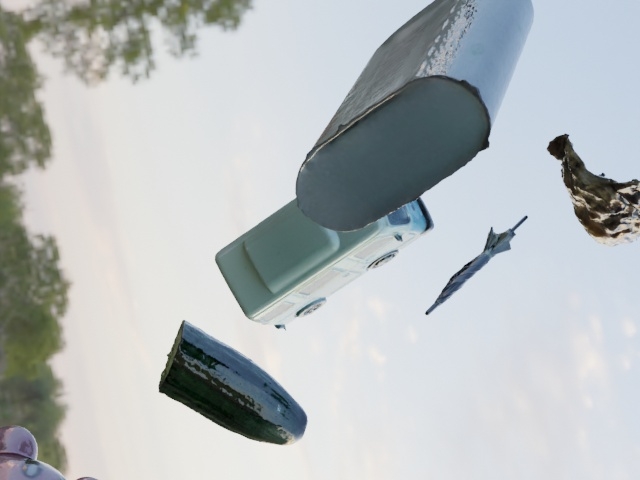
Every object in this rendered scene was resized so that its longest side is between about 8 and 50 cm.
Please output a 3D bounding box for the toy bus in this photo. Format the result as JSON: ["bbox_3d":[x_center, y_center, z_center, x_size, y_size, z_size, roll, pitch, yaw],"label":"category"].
[{"bbox_3d":[0.000,0.000,1.632,0.133,0.271,0.165,60,16,13],"label":"toy bus"}]

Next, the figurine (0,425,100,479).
[{"bbox_3d":[-0.421,0.404,1.583,0.270,0.261,0.211,38,3,-6],"label":"figurine"}]

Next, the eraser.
[{"bbox_3d":[0.080,-0.115,0.962,0.081,0.174,0.227,51,32,-13],"label":"eraser"}]

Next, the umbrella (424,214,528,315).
[{"bbox_3d":[0.226,0.025,1.713,0.044,0.269,0.044,46,-40,5],"label":"umbrella"}]

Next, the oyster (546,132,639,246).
[{"bbox_3d":[0.444,-0.066,1.898,0.271,0.100,0.275,50,-1,-31],"label":"oyster"}]

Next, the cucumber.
[{"bbox_3d":[-0.121,0.223,1.800,0.115,0.244,0.063,-63,-169,-14],"label":"cucumber"}]
